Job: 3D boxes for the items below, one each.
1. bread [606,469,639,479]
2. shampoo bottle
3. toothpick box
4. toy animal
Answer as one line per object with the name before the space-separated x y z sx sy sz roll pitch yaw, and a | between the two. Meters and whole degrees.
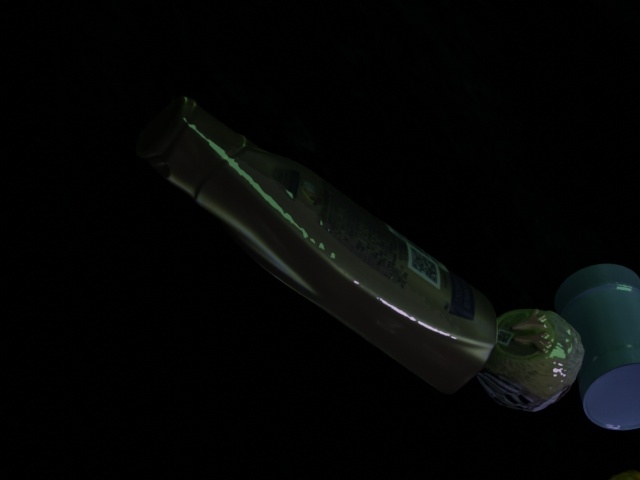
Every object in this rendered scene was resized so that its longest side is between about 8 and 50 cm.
bread | 0.288 0.300 1.210 0.210 0.099 0.235 48 10 4
shampoo bottle | 0.000 0.000 1.242 0.350 0.084 0.125 35 26 -23
toothpick box | 0.309 0.111 1.541 0.101 0.101 0.153 33 31 -28
toy animal | 0.178 0.117 1.374 0.098 0.137 0.098 -7 90 -86
